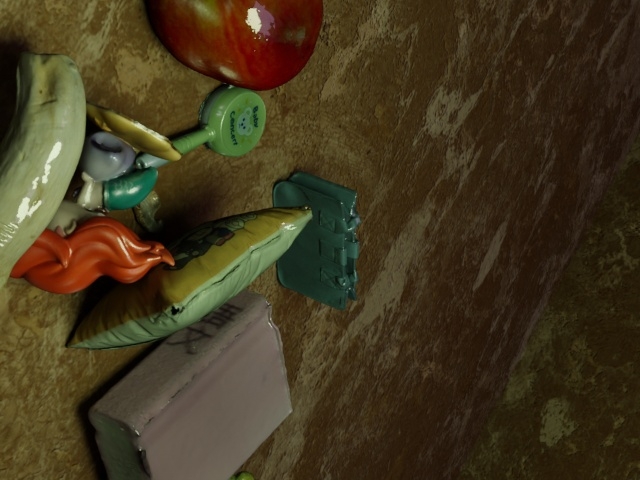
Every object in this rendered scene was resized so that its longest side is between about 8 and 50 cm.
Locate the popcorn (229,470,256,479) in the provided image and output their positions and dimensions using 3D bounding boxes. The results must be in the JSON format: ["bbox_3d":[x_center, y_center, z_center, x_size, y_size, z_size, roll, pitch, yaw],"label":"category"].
[{"bbox_3d":[-0.175,0.545,1.810,0.274,0.279,0.335,-43,-179,17],"label":"popcorn"}]

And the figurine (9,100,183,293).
[{"bbox_3d":[-0.298,-0.036,1.383,0.208,0.181,0.257,29,85,-36],"label":"figurine"}]

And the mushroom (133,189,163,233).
[{"bbox_3d":[-0.266,-0.049,1.578,0.049,0.019,0.101,-47,142,-29],"label":"mushroom"}]

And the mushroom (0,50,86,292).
[{"bbox_3d":[-0.380,-0.066,1.260,0.122,0.095,0.351,25,86,-22],"label":"mushroom"}]

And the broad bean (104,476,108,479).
[{"bbox_3d":[-0.344,0.494,1.761,0.052,0.052,0.256,-86,174,-57],"label":"broad bean"}]

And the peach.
[{"bbox_3d":[-0.111,-0.331,1.488,0.248,0.245,0.275,-33,156,3],"label":"peach"}]

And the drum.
[{"bbox_3d":[-0.182,-0.150,1.608,0.253,0.049,0.130,-45,141,-30],"label":"drum"}]

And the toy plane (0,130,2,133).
[{"bbox_3d":[-0.444,-0.103,1.277,0.111,0.040,0.102,36,77,-55],"label":"toy plane"}]

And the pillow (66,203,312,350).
[{"bbox_3d":[-0.197,0.056,1.528,0.310,0.312,0.119,-40,102,-39],"label":"pillow"}]

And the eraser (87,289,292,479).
[{"bbox_3d":[-0.208,0.286,1.729,0.359,0.122,0.272,-43,136,-41],"label":"eraser"}]

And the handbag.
[{"bbox_3d":[0.000,0.000,1.839,0.062,0.179,0.229,-32,131,-41],"label":"handbag"}]
